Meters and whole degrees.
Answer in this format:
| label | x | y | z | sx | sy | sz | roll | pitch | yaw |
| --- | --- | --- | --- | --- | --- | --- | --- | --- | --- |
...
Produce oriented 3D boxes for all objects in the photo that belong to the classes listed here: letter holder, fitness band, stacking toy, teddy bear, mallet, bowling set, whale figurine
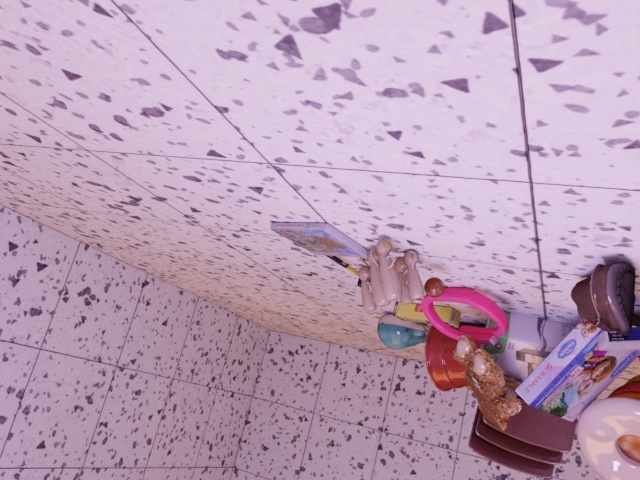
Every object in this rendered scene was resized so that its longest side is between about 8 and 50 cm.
| label | x | y | z | sx | sy | sz | roll | pitch | yaw |
| --- | --- | --- | --- | --- | --- | --- | --- | --- | --- |
| letter holder | 0.688 | 0.672 | 2.019 | 0.302 | 0.214 | 0.152 | 19 | 158 | 9 |
| fitness band | 0.437 | 0.231 | 1.804 | 0.209 | 0.054 | 0.291 | 51 | 151 | -20 |
| stacking toy | 1.074 | 0.553 | 1.894 | 0.350 | 0.351 | 0.480 | 0 | -158 | 43 |
| teddy bear | 0.519 | 0.426 | 1.794 | 0.338 | 0.113 | 0.245 | 57 | 169 | -13 |
| mallet | 0.082 | 0.090 | 1.765 | 0.189 | 0.062 | 0.039 | 25 | 161 | -33 |
| bowling set | 0.216 | 0.089 | 1.556 | 0.200 | 0.154 | 0.287 | -6 | 168 | -15 |
| whale figurine | 0.365 | 0.402 | 2.472 | 0.272 | 0.141 | 0.216 | 21 | 163 | -26 |

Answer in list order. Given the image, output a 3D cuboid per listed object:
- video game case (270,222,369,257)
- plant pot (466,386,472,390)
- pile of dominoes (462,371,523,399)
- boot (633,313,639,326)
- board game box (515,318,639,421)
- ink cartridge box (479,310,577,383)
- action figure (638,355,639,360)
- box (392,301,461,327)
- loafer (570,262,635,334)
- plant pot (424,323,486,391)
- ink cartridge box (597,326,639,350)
| label | x | y | z | sx | sy | sz | roll | pitch | yaw |
| --- | --- | --- | --- | --- | --- | --- | --- | --- | --- |
| video game case | 0.000 | 0.000 | 1.594 | 0.193 | 0.023 | 0.212 | 2 | 160 | 38 |
| plant pot | 0.746 | 0.558 | 2.624 | 0.188 | 0.205 | 0.205 | -18 | 148 | 34 |
| pile of dominoes | 0.629 | 0.500 | 1.980 | 0.251 | 0.040 | 0.196 | 24 | 161 | -31 |
| boot | 0.864 | 0.208 | 1.518 | 0.106 | 0.037 | 0.114 | 17 | 166 | -31 |
| board game box | 0.779 | 0.388 | 1.753 | 0.318 | 0.319 | 0.066 | 27 | -163 | -40 |
| ink cartridge box | 0.675 | 0.358 | 1.907 | 0.289 | 0.121 | 0.211 | 10 | 131 | 14 |
| action figure | 1.047 | 0.384 | 1.750 | 0.164 | 0.141 | 0.275 | 22 | -152 | 18 |
| box | 0.385 | 0.269 | 2.136 | 0.232 | 0.058 | 0.087 | 2 | 160 | 41 |
| loafer | 0.625 | 0.142 | 1.310 | 0.130 | 0.134 | 0.366 | 5 | 162 | 30 |
| plant pot | 0.576 | 0.428 | 2.195 | 0.265 | 0.272 | 0.272 | -11 | 152 | 40 |
| ink cartridge box | 0.830 | 0.241 | 1.473 | 0.223 | 0.045 | 0.224 | -5 | 164 | 15 |
